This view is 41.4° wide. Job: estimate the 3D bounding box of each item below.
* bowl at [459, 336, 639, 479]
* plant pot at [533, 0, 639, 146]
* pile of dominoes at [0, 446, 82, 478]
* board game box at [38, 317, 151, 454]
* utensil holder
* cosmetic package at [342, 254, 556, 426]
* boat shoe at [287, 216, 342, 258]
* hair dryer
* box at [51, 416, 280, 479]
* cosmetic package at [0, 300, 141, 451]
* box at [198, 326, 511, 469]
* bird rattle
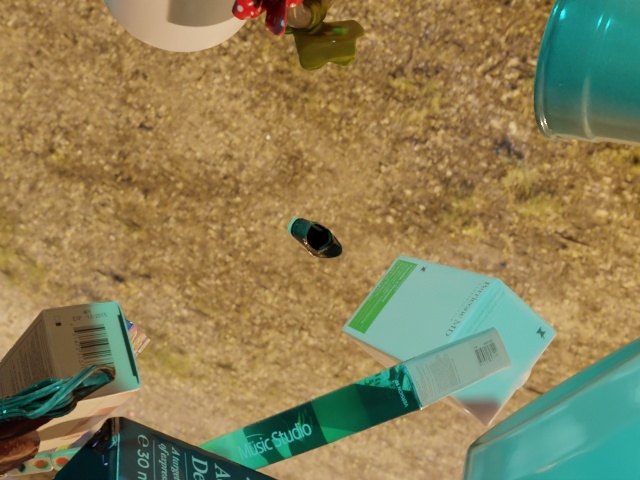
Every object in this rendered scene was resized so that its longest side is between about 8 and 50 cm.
[{"bbox_3d":[0.206,0.155,0.522,0.163,0.311,0.311,58,154,14],"label":"bowl"},{"bbox_3d":[0.592,-0.294,1.437,0.334,0.341,0.341,22,152,34],"label":"plant pot"},{"bbox_3d":[-0.402,0.367,1.108,0.251,0.040,0.196,-7,123,-5],"label":"pile of dominoes"},{"bbox_3d":[-0.484,0.315,1.733,0.056,0.347,0.208,36,167,3],"label":"board game box"},{"bbox_3d":[-0.218,-0.520,1.397,0.327,0.328,0.385,33,167,-9],"label":"utensil holder"},{"bbox_3d":[0.208,0.158,1.467,0.155,0.197,0.365,42,170,-17],"label":"cosmetic package"},{"bbox_3d":[-0.001,0.002,1.382,0.042,0.049,0.133,20,172,37],"label":"boat shoe"},{"bbox_3d":[-0.294,0.180,0.753,0.223,0.080,0.293,-7,166,-18],"label":"hair dryer"},{"bbox_3d":[-0.089,0.400,0.811,0.395,0.293,0.212,32,114,-31],"label":"box"},{"bbox_3d":[-0.412,0.224,1.338,0.129,0.153,0.296,-4,158,-40],"label":"cosmetic package"},{"bbox_3d":[0.041,0.199,1.020,0.322,0.232,0.058,-30,77,33],"label":"box"},{"bbox_3d":[-0.025,-0.351,1.134,0.143,0.207,0.253,29,178,25],"label":"bird rattle"}]
